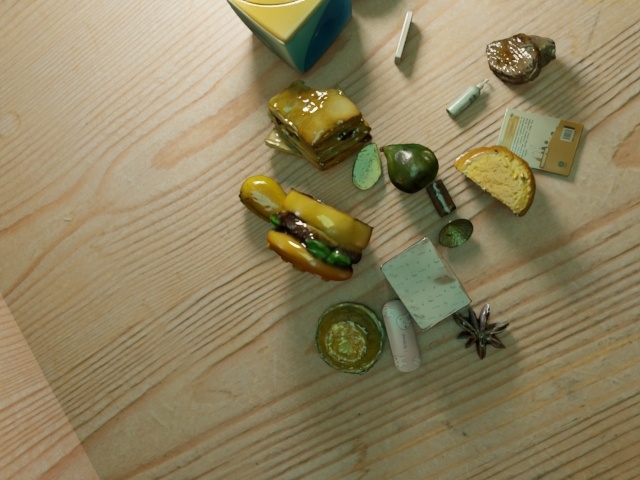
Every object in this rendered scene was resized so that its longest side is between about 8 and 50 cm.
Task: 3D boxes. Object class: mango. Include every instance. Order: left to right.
[{"bbox_3d":[-0.219,-0.165,1.947,0.262,0.130,0.167,41,92,0],"label":"mango"}]

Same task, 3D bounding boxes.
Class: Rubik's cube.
[{"bbox_3d":[-0.111,-0.912,1.793,0.347,0.351,0.352,42,100,6],"label":"Rubik's cube"}]

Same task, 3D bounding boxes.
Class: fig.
[{"bbox_3d":[0.335,-0.300,1.819,0.245,0.195,0.195,39,97,3],"label":"fig"}]

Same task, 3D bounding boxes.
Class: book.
[{"bbox_3d":[0.848,-0.385,1.817,0.295,0.020,0.208,16,94,9],"label":"book"}]

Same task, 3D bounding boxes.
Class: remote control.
[{"bbox_3d":[0.333,-0.810,1.855,0.029,0.087,0.190,15,93,5],"label":"remote control"}]

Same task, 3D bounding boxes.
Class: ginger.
[{"bbox_3d":[-0.126,-0.414,1.939,0.193,0.115,0.123,24,79,-3],"label":"ginger"}]

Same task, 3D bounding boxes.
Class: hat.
[{"bbox_3d":[0.531,-0.047,1.863,0.146,0.067,0.146,-7,129,-9],"label":"hat"}]

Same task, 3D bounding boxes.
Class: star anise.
[{"bbox_3d":[0.633,0.354,1.845,0.236,0.093,0.229,22,101,12],"label":"star anise"}]

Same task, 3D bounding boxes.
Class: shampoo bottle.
[{"bbox_3d":[0.587,-0.569,1.837,0.195,0.056,0.056,-43,85,9],"label":"shampoo bottle"}]

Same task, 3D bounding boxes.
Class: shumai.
[{"bbox_3d":[0.776,-0.688,1.778,0.185,0.218,0.184,-7,105,-32],"label":"shumai"}]

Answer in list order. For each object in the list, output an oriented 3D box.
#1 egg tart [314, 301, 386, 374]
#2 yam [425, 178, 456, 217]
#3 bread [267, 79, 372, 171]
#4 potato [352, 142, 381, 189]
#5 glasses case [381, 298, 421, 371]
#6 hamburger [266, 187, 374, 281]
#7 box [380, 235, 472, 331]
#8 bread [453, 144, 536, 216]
[{"bbox_3d":[0.118,0.410,1.912,0.315,0.120,0.315,0,92,10],"label":"egg tart"},{"bbox_3d":[0.482,-0.168,1.858,0.079,0.079,0.141,-29,86,9],"label":"yam"},{"bbox_3d":[0.001,-0.488,1.834,0.314,0.191,0.370,-36,83,-10],"label":"bread"},{"bbox_3d":[0.194,-0.301,1.912,0.119,0.054,0.198,5,88,10],"label":"potato"},{"bbox_3d":[0.330,0.387,1.896,0.113,0.075,0.297,-14,90,2],"label":"glasses case"},{"bbox_3d":[0.000,0.000,1.794,0.395,0.396,0.277,27,94,8],"label":"hamburger"},{"bbox_3d":[0.407,0.160,1.823,0.225,0.190,0.297,-34,88,8],"label":"box"},{"bbox_3d":[0.686,-0.251,1.754,0.340,0.194,0.179,41,111,9],"label":"bread"}]
